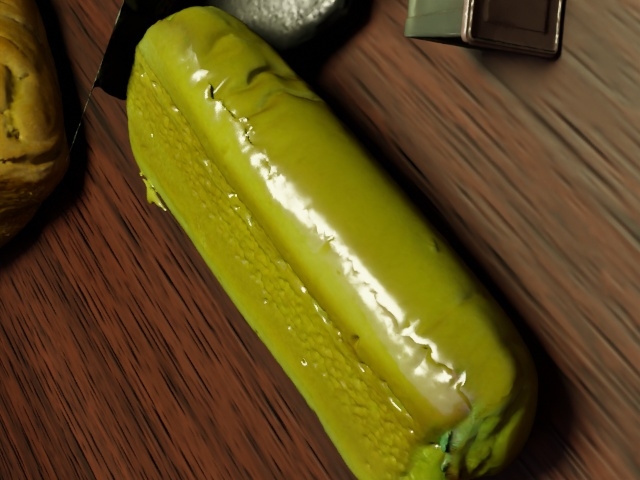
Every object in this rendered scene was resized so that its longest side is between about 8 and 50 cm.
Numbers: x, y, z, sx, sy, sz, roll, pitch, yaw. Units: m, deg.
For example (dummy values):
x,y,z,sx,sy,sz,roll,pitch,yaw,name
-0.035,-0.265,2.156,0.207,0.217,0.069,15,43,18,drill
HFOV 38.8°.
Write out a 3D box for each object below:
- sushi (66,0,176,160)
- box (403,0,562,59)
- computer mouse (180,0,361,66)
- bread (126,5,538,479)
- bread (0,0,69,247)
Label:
x,y,z,sx,sy,sz,roll,pitch,yaw,name
-0.134,-0.204,0.739,0.192,0.043,0.279,126,157,-45,sushi
0.099,-0.145,0.556,0.063,0.085,0.060,16,104,50,box
-0.056,-0.182,0.716,0.217,0.073,0.122,-32,69,40,computer mouse
0.000,0.000,0.620,0.383,0.112,0.166,51,144,20,bread
-0.402,-0.156,1.022,0.337,0.148,0.328,-34,65,43,bread
